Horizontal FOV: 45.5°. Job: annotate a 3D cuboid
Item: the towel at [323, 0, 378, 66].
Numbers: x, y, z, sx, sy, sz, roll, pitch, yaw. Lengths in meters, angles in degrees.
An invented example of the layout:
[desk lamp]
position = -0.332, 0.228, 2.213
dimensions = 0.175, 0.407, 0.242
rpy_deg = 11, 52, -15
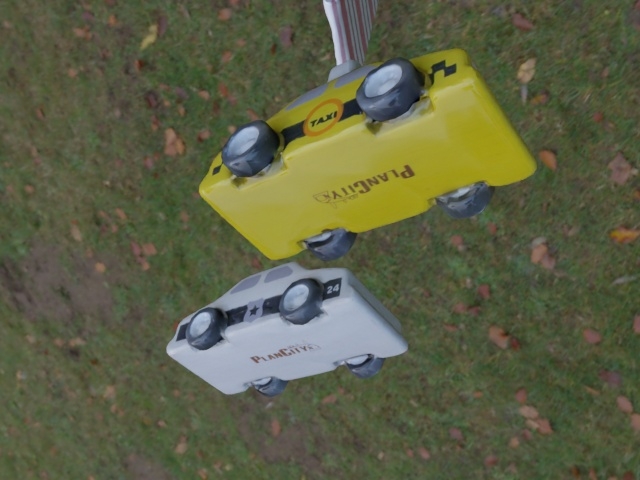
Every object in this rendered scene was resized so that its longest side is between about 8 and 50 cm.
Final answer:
[towel]
position = 0.035, -0.277, 0.864
dimensions = 0.029, 0.197, 0.144
rpy_deg = 4, 148, 15

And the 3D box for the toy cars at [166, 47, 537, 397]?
[toy cars]
position = 0.000, 0.000, 0.539
dimensions = 0.177, 0.087, 0.393
rpy_deg = 15, 141, -7
